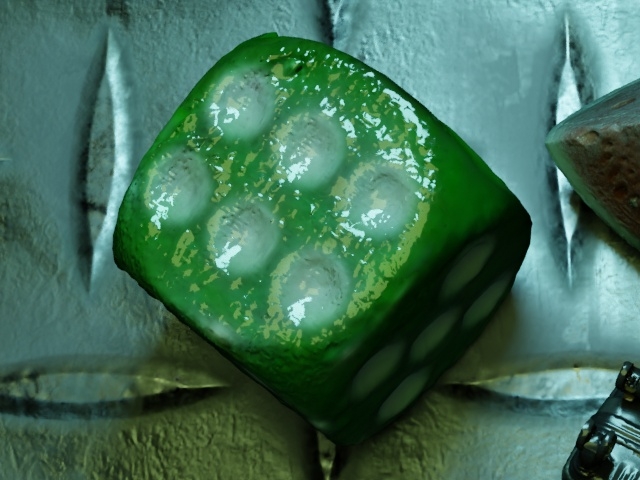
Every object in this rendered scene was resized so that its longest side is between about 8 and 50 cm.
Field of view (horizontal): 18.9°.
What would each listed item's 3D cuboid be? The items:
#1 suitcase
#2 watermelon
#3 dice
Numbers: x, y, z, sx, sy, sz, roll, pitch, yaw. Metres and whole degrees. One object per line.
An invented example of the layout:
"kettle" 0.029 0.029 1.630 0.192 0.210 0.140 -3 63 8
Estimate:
"suitcase" 0.307 0.251 1.655 0.202 0.312 0.128 26 61 21
"watermelon" 0.382 -0.103 1.824 0.318 0.226 0.148 -26 95 14
"dice" 0.000 0.000 1.810 0.297 0.300 0.287 38 84 20
